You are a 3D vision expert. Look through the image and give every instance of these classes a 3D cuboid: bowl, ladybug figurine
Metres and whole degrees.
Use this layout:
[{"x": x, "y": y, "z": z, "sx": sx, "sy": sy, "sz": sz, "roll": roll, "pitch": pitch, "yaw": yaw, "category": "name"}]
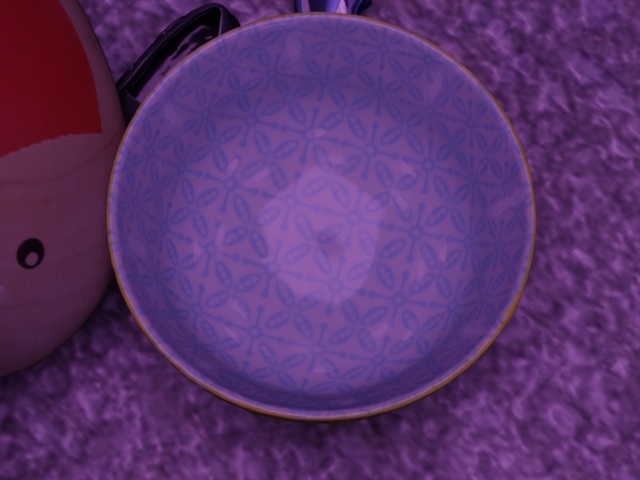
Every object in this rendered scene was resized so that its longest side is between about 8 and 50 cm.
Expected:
[{"x": 0.000, "y": 0.000, "z": 1.335, "sx": 0.289, "sy": 0.156, "sz": 0.289, "roll": 0, "pitch": 75, "yaw": 0, "category": "bowl"}, {"x": -0.319, "y": -0.107, "z": 1.344, "sx": 0.305, "sy": 0.162, "sz": 0.449, "roll": -38, "pitch": 72, "yaw": 7, "category": "ladybug figurine"}]

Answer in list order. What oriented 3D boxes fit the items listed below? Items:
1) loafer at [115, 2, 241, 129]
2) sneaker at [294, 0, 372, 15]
[{"x": -0.136, "y": -0.085, "z": 1.402, "sx": 0.076, "sy": 0.078, "sz": 0.223, "roll": 34, "pitch": 79, "yaw": 10, "category": "loafer"}, {"x": 0.008, "y": -0.199, "z": 1.445, "sx": 0.059, "sy": 0.053, "sz": 0.144, "roll": -7, "pitch": 83, "yaw": 0, "category": "sneaker"}]
